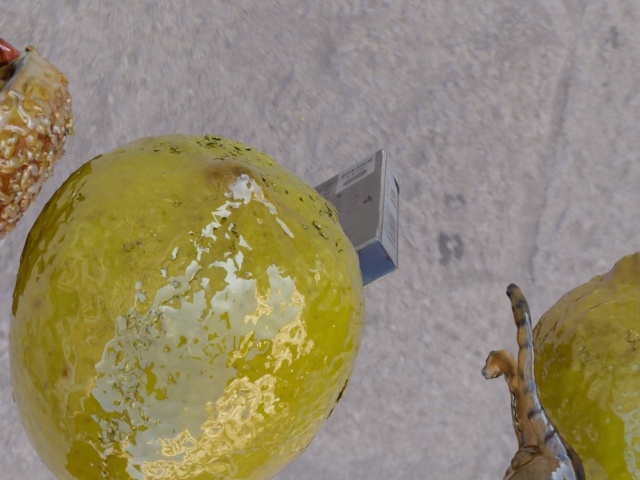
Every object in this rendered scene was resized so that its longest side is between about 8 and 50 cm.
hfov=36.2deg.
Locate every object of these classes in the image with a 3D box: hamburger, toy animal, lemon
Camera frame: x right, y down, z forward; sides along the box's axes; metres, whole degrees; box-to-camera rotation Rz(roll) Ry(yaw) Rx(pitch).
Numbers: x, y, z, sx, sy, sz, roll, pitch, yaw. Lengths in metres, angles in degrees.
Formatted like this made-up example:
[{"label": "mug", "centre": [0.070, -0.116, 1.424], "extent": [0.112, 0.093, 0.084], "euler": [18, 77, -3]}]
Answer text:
[{"label": "hamburger", "centre": [-0.412, -0.096, 0.957], "extent": [0.330, 0.330, 0.250], "euler": [-41, 123, 6]}, {"label": "toy animal", "centre": [0.128, 0.156, 0.593], "extent": [0.114, 0.116, 0.255], "euler": [-18, 102, -42]}, {"label": "lemon", "centre": [0.239, 0.120, 0.695], "extent": [0.192, 0.192, 0.231], "euler": [-12, 105, -6]}, {"label": "lemon", "centre": [-0.104, 0.067, 0.719], "extent": [0.258, 0.258, 0.310], "euler": [17, 116, -16]}]

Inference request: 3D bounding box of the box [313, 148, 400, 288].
[{"label": "box", "centre": [0.001, -0.001, 1.074], "extent": [0.180, 0.325, 0.047], "euler": [-30, 104, 14]}]
